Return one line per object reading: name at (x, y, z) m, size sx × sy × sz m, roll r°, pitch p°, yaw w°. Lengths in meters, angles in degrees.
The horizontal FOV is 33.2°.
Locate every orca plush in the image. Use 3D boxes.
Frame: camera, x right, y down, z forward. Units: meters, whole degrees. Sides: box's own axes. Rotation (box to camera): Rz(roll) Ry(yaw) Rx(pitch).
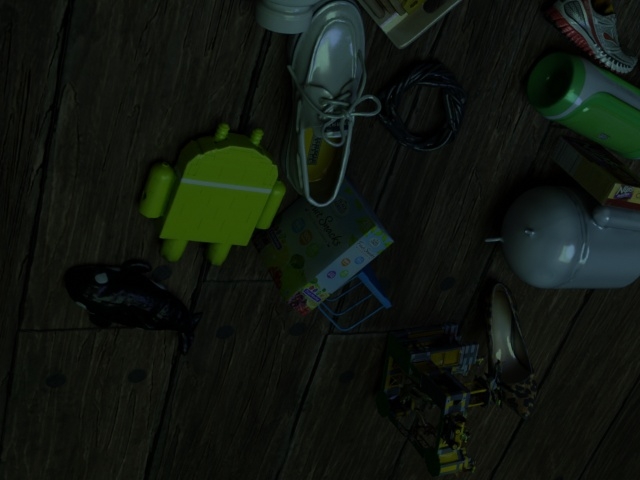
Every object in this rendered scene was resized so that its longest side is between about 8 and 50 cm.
orca plush at (-0.317, 0.139, 1.881) m, size 0.151 × 0.102 × 0.287 m, roll -37°, pitch 134°, yaw 6°

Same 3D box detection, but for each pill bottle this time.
pill bottle at (-0.039, -0.411, 1.545) m, size 0.118 × 0.117 × 0.208 m, roll -6°, pitch 129°, yaw -22°

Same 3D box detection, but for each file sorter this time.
file sorter at (0.032, 0.059, 1.943) m, size 0.104 × 0.170 × 0.118 m, roll -33°, pitch 134°, yaw 8°

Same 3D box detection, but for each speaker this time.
speaker at (0.512, -0.241, 1.955) m, size 0.296 × 0.131 × 0.131 m, roll 19°, pitch 117°, yaw -36°

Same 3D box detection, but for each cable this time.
cable at (0.183, -0.229, 1.866) m, size 0.150 × 0.047 × 0.184 m, roll -45°, pitch 130°, yaw 7°

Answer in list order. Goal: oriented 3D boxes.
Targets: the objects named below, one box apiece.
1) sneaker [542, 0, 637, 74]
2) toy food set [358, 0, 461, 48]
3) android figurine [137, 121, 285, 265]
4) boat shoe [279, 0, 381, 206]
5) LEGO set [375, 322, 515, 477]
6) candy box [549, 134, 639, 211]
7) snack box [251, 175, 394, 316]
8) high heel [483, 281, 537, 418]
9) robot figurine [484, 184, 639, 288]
sneaker at (0.490, -0.364, 1.868) m, size 0.225 × 0.088 × 0.092 m, roll 26°, pitch 111°, yaw -39°
toy food set at (0.157, -0.407, 1.598) m, size 0.220 × 0.092 × 0.306 m, roll -40°, pitch 161°, yaw 9°
android figurine at (-0.175, -0.077, 1.802) m, size 0.248 × 0.056 × 0.273 m, roll 4°, pitch 126°, yaw -29°
boat shoe at (0.014, -0.207, 1.715) m, size 0.136 × 0.156 × 0.367 m, roll -5°, pitch 130°, yaw -23°
LEGO set at (0.268, 0.317, 2.199) m, size 0.192 × 0.331 × 0.255 m, roll -6°, pitch 109°, yaw -24°
candy box at (0.527, -0.127, 2.016) m, size 0.109 × 0.186 × 0.053 m, roll 8°, pitch 121°, yaw -30°
snack box at (0.000, 0.000, 1.871) m, size 0.207 × 0.174 × 0.070 m, roll -40°, pitch 137°, yaw 8°
high heel at (0.383, 0.220, 2.194) m, size 0.093 × 0.261 × 0.186 m, roll -11°, pitch 135°, yaw 3°
robot figurine at (0.499, -0.005, 2.096) m, size 0.353 × 0.199 × 0.300 m, roll 2°, pitch 158°, yaw -28°
